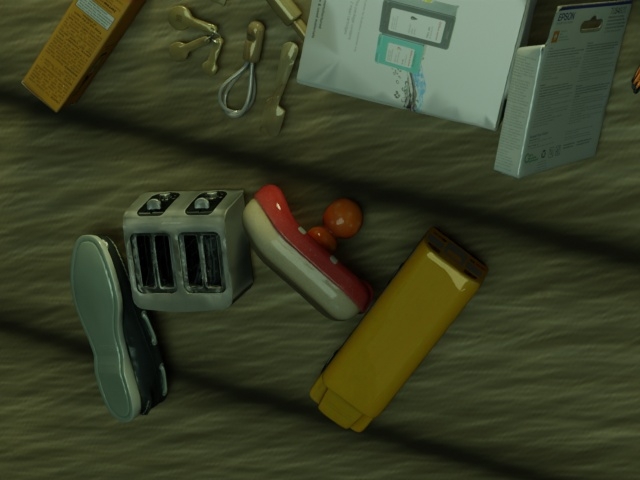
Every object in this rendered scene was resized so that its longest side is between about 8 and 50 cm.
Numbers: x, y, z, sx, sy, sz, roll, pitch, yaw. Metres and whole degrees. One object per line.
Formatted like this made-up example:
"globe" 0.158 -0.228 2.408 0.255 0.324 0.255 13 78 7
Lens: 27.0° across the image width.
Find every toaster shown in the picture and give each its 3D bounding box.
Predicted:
"toaster" -0.196 0.020 1.986 0.168 0.110 0.186 0 107 16

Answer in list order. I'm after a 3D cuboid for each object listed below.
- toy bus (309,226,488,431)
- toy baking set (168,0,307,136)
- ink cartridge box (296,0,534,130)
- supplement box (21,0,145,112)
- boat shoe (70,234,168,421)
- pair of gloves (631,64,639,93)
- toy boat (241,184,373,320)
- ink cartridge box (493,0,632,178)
"toy bus" 0.106 0.141 1.931 0.108 0.130 0.333 36 112 2
"toy baking set" -0.107 -0.284 1.912 0.256 0.030 0.197 47 115 -3
"ink cartridge box" 0.137 -0.284 1.753 0.270 0.198 0.197 15 110 9
"supplement box" -0.339 -0.301 1.940 0.080 0.078 0.233 37 112 1
"boat shoe" -0.308 0.126 2.064 0.114 0.091 0.303 10 114 41
"pair of gloves" 0.464 -0.213 1.788 0.083 0.010 0.074 34 112 2
"toy boat" 0.000 0.000 1.929 0.231 0.151 0.151 42 82 -1
"ink cartridge box" 0.314 -0.203 1.721 0.045 0.223 0.224 24 113 32
